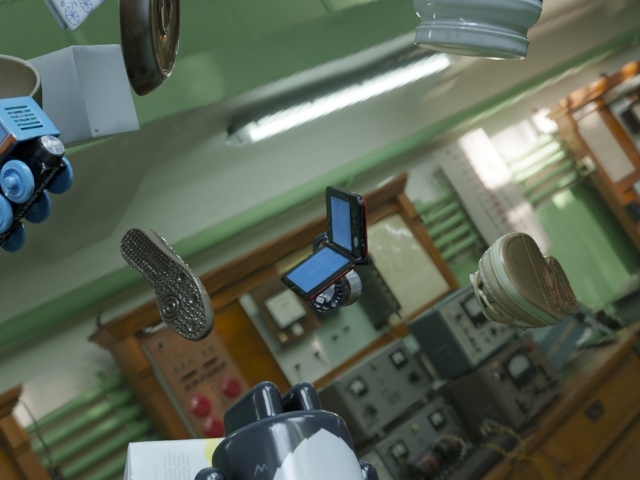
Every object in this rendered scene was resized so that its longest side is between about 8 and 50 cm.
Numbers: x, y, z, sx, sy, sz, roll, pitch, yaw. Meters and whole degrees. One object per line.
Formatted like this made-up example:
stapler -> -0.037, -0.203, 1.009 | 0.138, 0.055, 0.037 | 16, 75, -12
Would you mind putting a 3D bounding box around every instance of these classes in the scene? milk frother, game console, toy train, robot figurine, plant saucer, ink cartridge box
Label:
milk frother -> 0.029, 0.060, 1.884 | 0.143, 0.129, 0.135 | -50, -10, 11
game console -> 0.000, 0.000, 1.199 | 0.085, 0.124, 0.144 | -6, 11, -15
toy train -> -0.326, -0.057, 0.957 | 0.184, 0.105, 0.080 | -44, -11, 29
robot figurine -> -0.027, 0.303, 1.093 | 0.209, 0.278, 0.173 | -15, -30, -5
plant saucer -> -0.300, -0.415, 1.707 | 0.050, 0.310, 0.310 | 3, -4, 2
ink cartridge box -> -0.185, 0.498, 1.822 | 0.385, 0.160, 0.279 | 0, -33, -15

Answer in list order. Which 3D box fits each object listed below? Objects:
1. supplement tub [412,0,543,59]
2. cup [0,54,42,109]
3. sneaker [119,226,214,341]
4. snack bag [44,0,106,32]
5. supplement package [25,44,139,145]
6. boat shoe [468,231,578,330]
supplement tub -> 0.240, -0.415, 1.396 | 0.191, 0.272, 0.191 | 8, 7, -1
cup -> -0.688, -0.187, 1.851 | 0.331, 0.331, 0.237 | -30, -46, -30
sneaker -> -0.174, 0.052, 1.171 | 0.066, 0.188, 0.071 | -47, -31, 11
snack bag -> -0.445, -0.561, 1.637 | 0.037, 0.323, 0.342 | -15, 28, 23
supplement package -> -0.528, -0.303, 2.031 | 0.203, 0.194, 0.149 | -8, 8, 33
boat shoe -> 0.232, 0.062, 1.134 | 0.098, 0.109, 0.302 | -23, -14, 20
